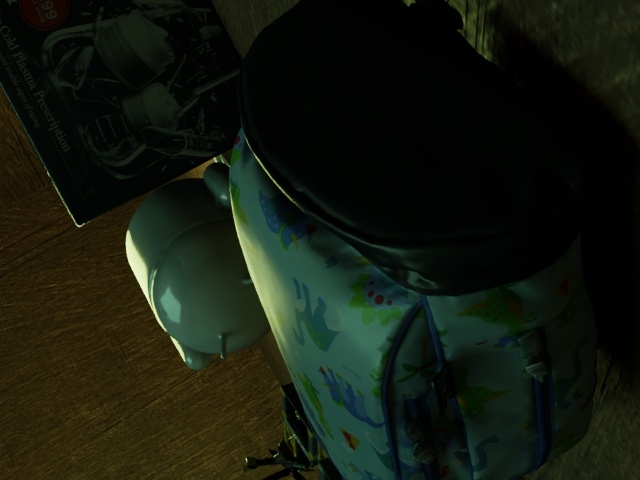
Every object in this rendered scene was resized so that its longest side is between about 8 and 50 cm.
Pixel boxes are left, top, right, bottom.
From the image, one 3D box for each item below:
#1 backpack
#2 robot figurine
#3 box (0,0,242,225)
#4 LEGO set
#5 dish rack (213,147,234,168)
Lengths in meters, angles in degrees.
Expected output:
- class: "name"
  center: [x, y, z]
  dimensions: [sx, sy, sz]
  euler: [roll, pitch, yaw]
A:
- class: "backpack"
  center: [0.074, 0.039, 0.893]
  dimensions: [0.290, 0.273, 0.355]
  euler: [46, 175, 39]
- class: "robot figurine"
  center: [-0.166, 0.034, 1.807]
  dimensions: [0.353, 0.199, 0.300]
  euler: [-129, 46, -58]
- class: "box"
  center: [-0.292, -0.240, 1.781]
  dimensions: [0.343, 0.312, 0.179]
  euler: [62, 171, -5]
- class: "LEGO set"
  center: [0.080, 0.295, 1.511]
  dimensions: [0.331, 0.255, 0.192]
  euler: [42, 143, 46]
- class: "dish rack"
  center: [-0.065, -0.016, 1.961]
  dimensions: [0.333, 0.072, 0.285]
  euler: [51, 167, 49]
